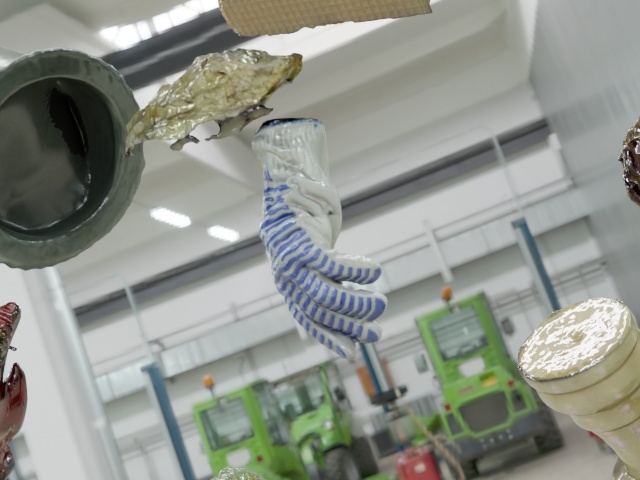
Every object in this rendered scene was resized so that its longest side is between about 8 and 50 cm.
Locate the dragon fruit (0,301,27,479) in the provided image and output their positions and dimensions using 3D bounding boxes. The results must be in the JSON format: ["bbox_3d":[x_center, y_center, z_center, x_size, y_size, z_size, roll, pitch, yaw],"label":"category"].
[{"bbox_3d":[-0.291,0.148,0.854,0.122,0.192,0.092,18,3,-38],"label":"dragon fruit"}]

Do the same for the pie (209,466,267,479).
[{"bbox_3d":[-0.017,0.224,0.624,0.041,0.187,0.187,-39,-9,2],"label":"pie"}]

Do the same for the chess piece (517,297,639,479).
[{"bbox_3d":[0.343,0.239,0.976,0.117,0.397,0.117,-32,20,13],"label":"chess piece"}]

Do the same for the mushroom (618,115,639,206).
[{"bbox_3d":[0.580,-0.168,1.192,0.356,0.331,0.334,0,-8,-13],"label":"mushroom"}]

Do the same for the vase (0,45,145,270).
[{"bbox_3d":[-0.382,-0.121,1.105,0.291,0.245,0.245,21,21,37],"label":"vase"}]

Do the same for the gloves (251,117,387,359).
[{"bbox_3d":[-0.006,-0.001,0.891,0.097,0.229,0.119,-21,-3,3],"label":"gloves"}]

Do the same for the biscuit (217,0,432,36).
[{"bbox_3d":[0.000,-0.395,1.592,0.378,0.054,0.094,-1,-41,31],"label":"biscuit"}]

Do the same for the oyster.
[{"bbox_3d":[-0.117,-0.134,0.919,0.133,0.072,0.209,-32,20,-26],"label":"oyster"}]
